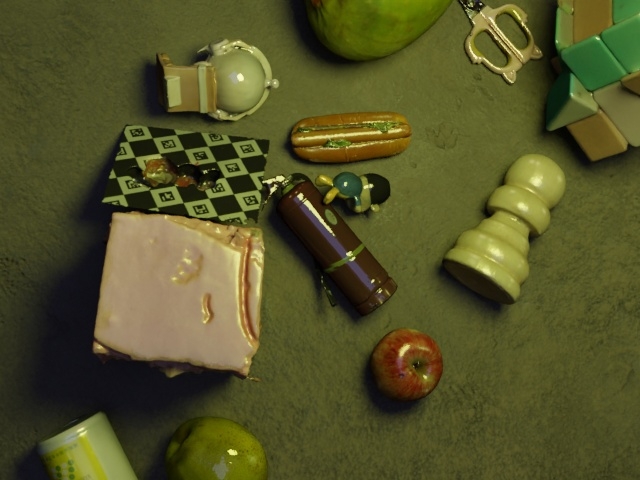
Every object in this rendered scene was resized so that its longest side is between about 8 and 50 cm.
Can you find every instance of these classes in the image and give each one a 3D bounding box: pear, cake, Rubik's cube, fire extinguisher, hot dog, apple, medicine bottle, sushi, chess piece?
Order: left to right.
[{"bbox_3d":[-0.416,0.462,1.647,0.143,0.143,0.258,-27,92,-7],"label":"medicine bottle"},{"bbox_3d":[-0.257,0.095,1.602,0.314,0.307,0.293,5,85,-6],"label":"cake"},{"bbox_3d":[-0.252,-0.115,1.694,0.290,0.050,0.264,7,43,-4],"label":"sushi"},{"bbox_3d":[-0.196,0.427,1.654,0.198,0.198,0.198,0,87,-7],"label":"pear"},{"bbox_3d":[0.000,0.000,1.732,0.141,0.105,0.341,-43,96,-24],"label":"fire extinguisher"},{"bbox_3d":[0.062,-0.209,1.773,0.249,0.068,0.100,-6,87,-7],"label":"hot dog"},{"bbox_3d":[0.167,0.246,1.733,0.146,0.131,0.146,1,87,-21],"label":"apple"},{"bbox_3d":[0.389,-0.037,1.765,0.167,0.167,0.299,34,80,-4],"label":"chess piece"},{"bbox_3d":[0.608,-0.372,1.697,0.368,0.358,0.387,-20,89,-39],"label":"Rubik's cube"}]

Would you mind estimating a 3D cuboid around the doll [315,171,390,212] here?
[{"bbox_3d":[0.068,-0.096,1.747,0.179,0.089,0.102,1,50,-33],"label":"doll"}]

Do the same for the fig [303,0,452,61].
[{"bbox_3d":[0.127,-0.497,1.715,0.326,0.258,0.258,-24,90,-24],"label":"fig"}]

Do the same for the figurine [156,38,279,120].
[{"bbox_3d":[-0.203,-0.313,1.727,0.237,0.141,0.162,-8,116,-9],"label":"figurine"}]

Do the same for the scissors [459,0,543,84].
[{"bbox_3d":[0.331,-0.475,1.839,0.160,0.024,0.317,-42,92,-7],"label":"scissors"}]
